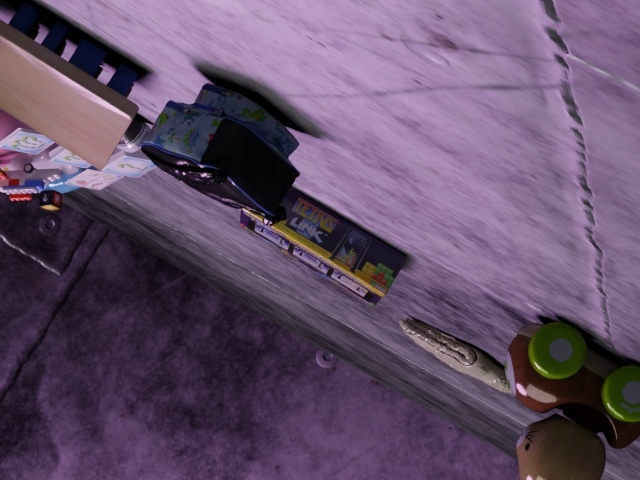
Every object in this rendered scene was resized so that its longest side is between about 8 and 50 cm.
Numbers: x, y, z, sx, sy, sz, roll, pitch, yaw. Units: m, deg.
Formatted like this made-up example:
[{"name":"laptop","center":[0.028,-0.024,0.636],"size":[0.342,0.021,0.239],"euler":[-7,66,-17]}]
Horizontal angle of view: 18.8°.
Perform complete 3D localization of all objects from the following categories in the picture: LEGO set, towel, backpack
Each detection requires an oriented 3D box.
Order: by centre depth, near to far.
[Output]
[{"name":"backpack","center":[-0.081,-0.077,1.585],"size":[0.114,0.084,0.105],"euler":[18,166,44]},{"name":"LEGO set","center":[-0.322,-0.069,2.315],"size":[0.182,0.060,0.244],"euler":[10,164,-28]},{"name":"towel","center":[0.170,0.143,2.384],"size":[0.148,0.027,0.110],"euler":[24,171,47]}]

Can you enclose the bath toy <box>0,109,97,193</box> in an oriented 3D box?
[{"name":"bath toy","center":[-0.401,-0.151,2.364],"size":[0.151,0.129,0.348],"euler":[-17,162,11]}]

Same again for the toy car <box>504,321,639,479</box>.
[{"name":"toy car","center":[0.211,0.185,1.795],"size":[0.149,0.188,0.155],"euler":[30,173,3]}]

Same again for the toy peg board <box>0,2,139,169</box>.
[{"name":"toy peg board","center":[-0.240,-0.161,1.805],"size":[0.161,0.079,0.160],"euler":[31,158,-6]}]

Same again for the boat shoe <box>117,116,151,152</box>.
[{"name":"boat shoe","center":[-0.233,-0.126,2.100],"size":[0.040,0.049,0.142],"euler":[42,162,-31]}]

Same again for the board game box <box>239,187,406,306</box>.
[{"name":"board game box","center":[0.000,0.000,1.976],"size":[0.170,0.048,0.141],"euler":[31,172,0]}]
